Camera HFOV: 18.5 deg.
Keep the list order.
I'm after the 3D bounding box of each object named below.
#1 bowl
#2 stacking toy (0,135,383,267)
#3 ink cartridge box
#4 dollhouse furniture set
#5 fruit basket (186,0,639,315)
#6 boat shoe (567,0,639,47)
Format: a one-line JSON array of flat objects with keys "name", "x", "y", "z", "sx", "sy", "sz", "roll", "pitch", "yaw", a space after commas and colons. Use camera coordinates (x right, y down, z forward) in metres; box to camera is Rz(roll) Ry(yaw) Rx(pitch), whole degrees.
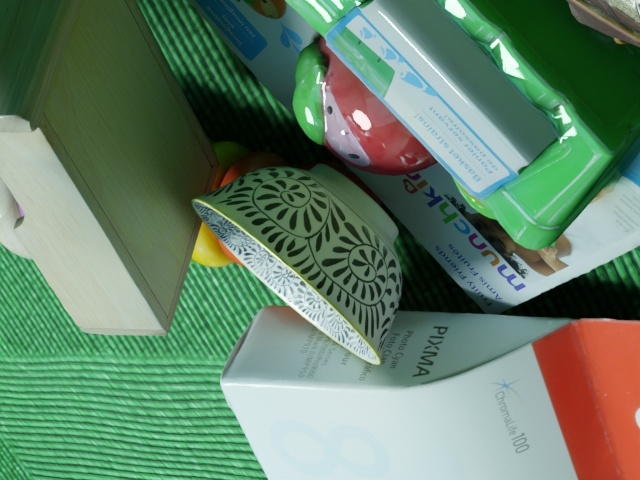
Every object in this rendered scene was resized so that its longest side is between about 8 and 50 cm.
[{"name": "bowl", "x": 0.000, "y": 0.000, "z": 1.340, "sx": 0.170, "sy": 0.080, "sz": 0.170, "roll": 39, "pitch": 172, "yaw": 7}, {"name": "stacking toy", "x": -0.097, "y": -0.036, "z": 1.515, "sx": 0.330, "sy": 0.141, "sz": 0.141, "roll": 8, "pitch": 133, "yaw": 31}, {"name": "ink cartridge box", "x": 0.151, "y": 0.189, "z": 1.444, "sx": 0.385, "sy": 0.091, "sz": 0.308, "roll": 3, "pitch": 135, "yaw": 29}, {"name": "dollhouse furniture set", "x": -0.308, "y": -0.069, "z": 1.373, "sx": 0.394, "sy": 0.362, "sz": 0.256, "roll": 1, "pitch": 144, "yaw": 20}, {"name": "fruit basket", "x": 0.066, "y": -0.095, "z": 1.235, "sx": 0.327, "sy": 0.165, "sz": 0.353, "roll": 46, "pitch": 149, "yaw": -5}, {"name": "boat shoe", "x": 0.179, "y": -0.160, "z": 1.030, "sx": 0.342, "sy": 0.123, "sz": 0.123, "roll": 29, "pitch": 176, "yaw": -2}]
